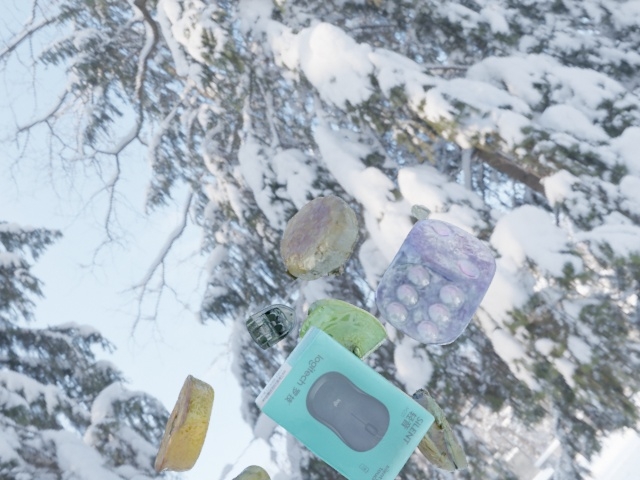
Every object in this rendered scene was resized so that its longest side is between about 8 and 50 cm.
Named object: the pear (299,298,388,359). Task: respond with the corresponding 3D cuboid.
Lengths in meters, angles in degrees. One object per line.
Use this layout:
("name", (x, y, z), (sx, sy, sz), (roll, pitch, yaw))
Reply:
("pear", (0.060, 0.382, 2.384), (0.342, 0.318, 0.238), (-40, -11, -2))

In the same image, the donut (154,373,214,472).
("donut", (-0.410, 0.571, 1.819), (0.110, 0.303, 0.303), (20, -64, -13))

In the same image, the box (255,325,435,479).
("box", (0.049, 0.345, 1.199), (0.205, 0.311, 0.118), (-51, 5, -9))

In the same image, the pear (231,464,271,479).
("pear", (-0.258, 0.908, 2.170), (0.167, 0.136, 0.167), (-42, -10, -9))

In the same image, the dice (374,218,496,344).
("dice", (0.333, 0.118, 1.725), (0.271, 0.270, 0.270), (-48, -15, -53))

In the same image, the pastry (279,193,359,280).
("pastry", (0.002, -0.005, 1.582), (0.236, 0.257, 0.121), (-28, -49, 34))

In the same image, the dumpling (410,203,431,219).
("dumpling", (0.338, -0.096, 2.004), (0.057, 0.076, 0.052), (14, -76, -13))

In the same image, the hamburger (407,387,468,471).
("hamburger", (0.354, 0.618, 1.908), (0.134, 0.265, 0.285), (-25, 0, 1))

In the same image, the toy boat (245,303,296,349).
("toy boat", (-0.172, 0.318, 2.293), (0.092, 0.141, 0.319), (-37, -7, 24))
